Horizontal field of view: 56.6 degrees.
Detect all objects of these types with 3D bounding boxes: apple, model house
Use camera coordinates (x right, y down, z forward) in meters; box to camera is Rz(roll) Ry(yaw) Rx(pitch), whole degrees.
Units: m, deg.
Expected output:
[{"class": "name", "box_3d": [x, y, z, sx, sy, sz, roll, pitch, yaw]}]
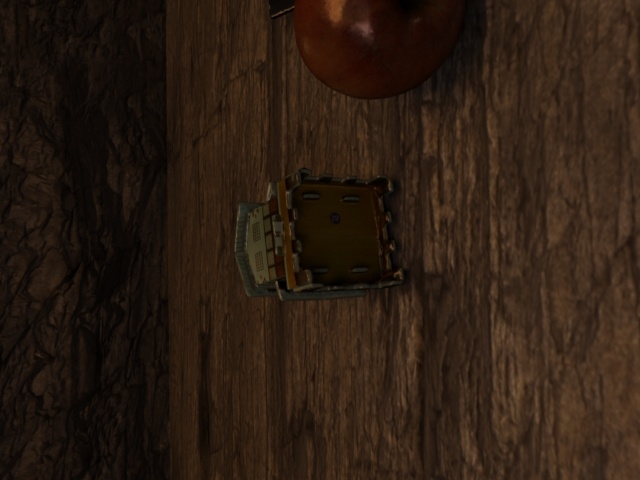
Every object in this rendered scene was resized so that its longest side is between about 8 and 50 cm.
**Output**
[{"class": "apple", "box_3d": [0.072, -0.327, 0.835, 0.253, 0.253, 0.254, -2, 88, 62]}, {"class": "model house", "box_3d": [0.000, 0.000, 0.992, 0.215, 0.224, 0.199, -17, 76, 57]}]

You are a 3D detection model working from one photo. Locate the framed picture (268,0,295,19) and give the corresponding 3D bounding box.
[{"class": "framed picture", "box_3d": [0.042, -0.522, 0.954, 0.323, 0.013, 0.244, -12, 76, 29]}]
